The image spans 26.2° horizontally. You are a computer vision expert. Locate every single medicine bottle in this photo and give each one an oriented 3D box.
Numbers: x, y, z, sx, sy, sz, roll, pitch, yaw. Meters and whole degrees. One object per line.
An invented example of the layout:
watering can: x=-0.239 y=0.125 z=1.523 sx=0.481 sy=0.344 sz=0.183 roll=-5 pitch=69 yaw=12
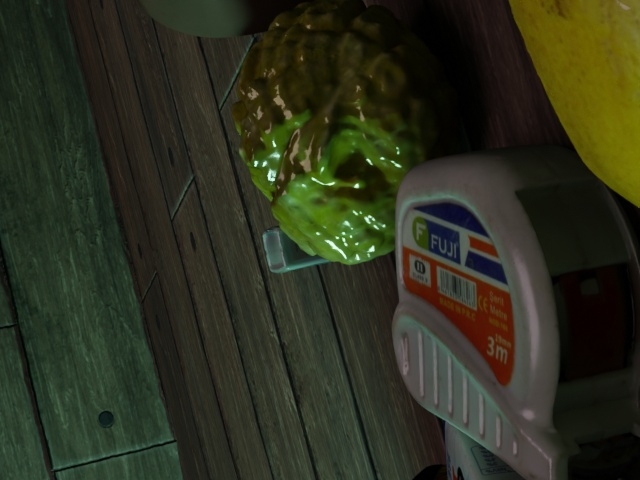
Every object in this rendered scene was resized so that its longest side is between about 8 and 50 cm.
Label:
medicine bottle: x=0.000 y=0.000 z=1.575 sx=0.074 sy=0.117 sz=0.055 roll=162 pitch=96 yaw=-74

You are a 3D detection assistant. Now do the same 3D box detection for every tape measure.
tape measure: x=0.161 y=0.055 z=1.095 sx=0.258 sy=0.130 sz=0.265 roll=-152 pitch=57 yaw=-65

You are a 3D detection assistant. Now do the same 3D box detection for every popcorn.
popcorn: x=0.027 y=-0.097 z=1.304 sx=0.237 sy=0.205 sz=0.251 roll=54 pitch=174 yaw=17

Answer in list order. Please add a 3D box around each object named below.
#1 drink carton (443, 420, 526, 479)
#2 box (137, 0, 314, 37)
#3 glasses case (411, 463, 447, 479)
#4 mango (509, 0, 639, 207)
drink carton: x=0.182 y=0.251 z=1.088 sx=0.315 sy=0.106 sz=0.131 roll=-111 pitch=13 yaw=-69
box: x=-0.086 y=-0.349 z=1.336 sx=0.216 sy=0.300 sz=0.301 roll=91 pitch=159 yaw=-48
glasses case: x=0.105 y=0.308 z=1.313 sx=0.321 sy=0.082 sz=0.122 roll=-30 pitch=-63 yaw=-74
mango: x=0.191 y=-0.169 z=0.711 sx=0.199 sy=0.201 sz=0.350 roll=-125 pitch=28 yaw=-68
